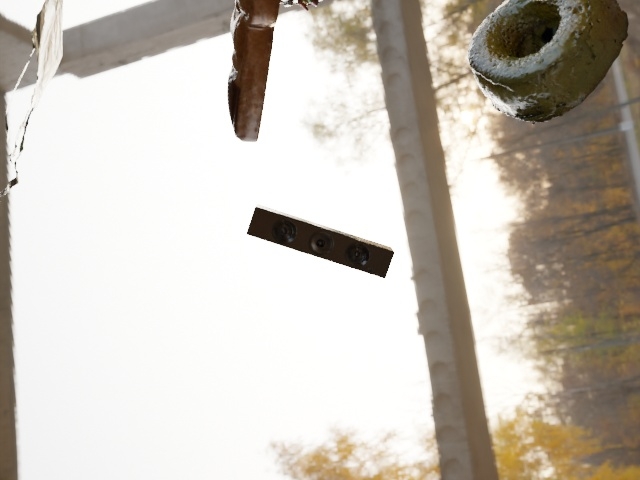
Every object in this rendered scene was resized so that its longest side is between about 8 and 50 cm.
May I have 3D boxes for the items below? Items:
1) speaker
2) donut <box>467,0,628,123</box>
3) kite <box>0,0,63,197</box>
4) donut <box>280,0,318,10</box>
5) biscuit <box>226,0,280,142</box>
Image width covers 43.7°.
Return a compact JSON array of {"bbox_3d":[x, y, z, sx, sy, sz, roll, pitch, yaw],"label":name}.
[{"bbox_3d":[0.000,0.000,1.053,0.046,0.191,0.040,-98,26,-81],"label":"speaker"},{"bbox_3d":[0.351,-0.316,1.286,0.107,0.272,0.272,34,-137,-31],"label":"donut"},{"bbox_3d":[-0.304,-0.190,0.850,0.310,0.015,0.169,-94,17,-44],"label":"kite"},{"bbox_3d":[-0.049,-0.414,0.966,0.270,0.103,0.269,-13,-90,-84],"label":"donut"},{"bbox_3d":[-0.043,-0.208,0.592,0.183,0.043,0.280,-93,15,-63],"label":"biscuit"}]
